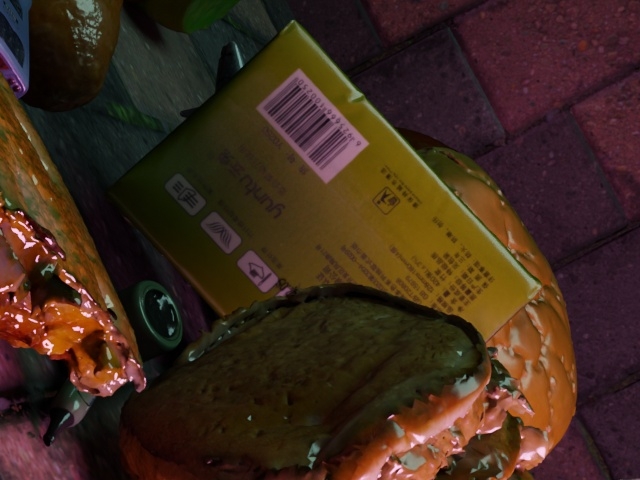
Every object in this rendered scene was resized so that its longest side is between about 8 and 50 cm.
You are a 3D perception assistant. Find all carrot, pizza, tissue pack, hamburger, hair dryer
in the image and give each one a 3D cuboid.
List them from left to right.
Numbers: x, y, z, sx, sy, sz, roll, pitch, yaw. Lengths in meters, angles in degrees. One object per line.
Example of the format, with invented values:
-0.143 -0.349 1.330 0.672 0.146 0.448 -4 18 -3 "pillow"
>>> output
-0.194 -0.029 0.978 0.289 0.081 0.229 61 2 -2 "pizza"
-0.210 -0.198 1.309 0.159 0.159 0.225 44 31 -65 "carrot"
-0.137 0.083 1.093 0.047 0.071 0.150 55 27 -18 "hair dryer"
0.000 0.000 1.407 0.274 0.200 0.167 47 -2 -4 "tissue pack"
0.019 0.146 1.120 0.260 0.245 0.211 -74 147 -69 "hamburger"
0.115 0.082 1.638 0.318 0.158 0.318 34 45 -42 "hamburger"

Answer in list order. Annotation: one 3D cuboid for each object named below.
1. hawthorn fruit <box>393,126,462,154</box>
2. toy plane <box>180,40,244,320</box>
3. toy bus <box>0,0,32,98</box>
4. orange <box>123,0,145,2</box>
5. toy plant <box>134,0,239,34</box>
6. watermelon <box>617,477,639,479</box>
0.070 -0.009 2.038 0.262 0.258 0.258 44 -5 39 "hawthorn fruit"
-0.081 -0.034 1.571 0.212 0.088 0.267 -70 150 -80 "toy plane"
-0.226 -0.137 1.166 0.073 0.076 0.167 57 10 -32 "toy bus"
-0.193 -0.330 1.658 0.249 0.183 0.249 49 -6 7 "orange"
-0.199 -0.388 1.973 0.316 0.184 0.224 47 1 9 "toy plant"
0.173 0.332 1.686 0.258 0.387 0.228 12 64 -25 "watermelon"
